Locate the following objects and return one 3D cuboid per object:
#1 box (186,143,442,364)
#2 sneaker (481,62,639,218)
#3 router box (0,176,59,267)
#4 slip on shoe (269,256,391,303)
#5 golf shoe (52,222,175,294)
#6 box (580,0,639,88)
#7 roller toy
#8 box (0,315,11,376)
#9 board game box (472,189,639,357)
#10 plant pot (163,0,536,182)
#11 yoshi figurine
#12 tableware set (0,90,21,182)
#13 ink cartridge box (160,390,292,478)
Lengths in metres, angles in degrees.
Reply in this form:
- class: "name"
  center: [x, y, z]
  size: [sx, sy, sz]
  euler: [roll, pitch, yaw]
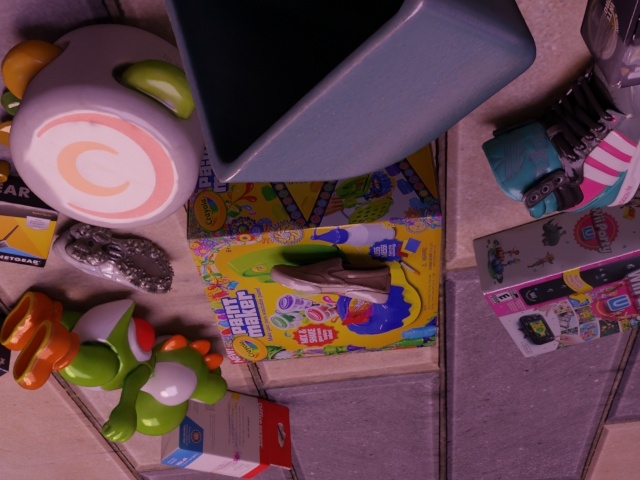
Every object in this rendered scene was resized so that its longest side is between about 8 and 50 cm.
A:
- class: "box"
  center: [0.000, 0.000, 1.117]
  size: [0.279, 0.177, 0.290]
  euler: [-5, 144, 3]
- class: "sneaker"
  center: [0.278, -0.123, 1.027]
  size: [0.178, 0.124, 0.295]
  euler: [-14, 146, -2]
- class: "router box"
  center: [-0.430, -0.031, 1.138]
  size: [0.179, 0.046, 0.133]
  euler: [10, 142, -19]
- class: "slip on shoe"
  center: [0.013, 0.037, 0.987]
  size: [0.135, 0.051, 0.041]
  euler: [11, 102, -7]
- class: "golf shoe"
  center: [-0.285, 0.027, 1.239]
  size: [0.176, 0.069, 0.086]
  euler: [31, 152, -36]
- class: "box"
  center: [0.449, -0.302, 0.767]
  size: [0.395, 0.097, 0.318]
  euler: [-10, 146, -7]
- class: "roller toy"
  center: [-0.218, -0.122, 0.945]
  size: [0.209, 0.146, 0.191]
  euler: [-2, 136, 6]
- class: "box"
  center: [-0.575, 0.163, 1.358]
  size: [0.158, 0.093, 0.156]
  euler: [-29, 138, 33]
- class: "board game box"
  center: [0.403, 0.048, 1.299]
  size: [0.303, 0.097, 0.224]
  euler: [-19, 143, 19]
- class: "plant pot"
  center: [0.047, -0.199, 0.793]
  size: [0.252, 0.247, 0.248]
  euler: [6, 147, -44]
- class: "yoshi figurine"
  center: [-0.318, 0.218, 1.400]
  size: [0.362, 0.203, 0.203]
  euler: [25, 151, -38]
- class: "tableware set"
  center: [-0.379, -0.122, 1.038]
  size: [0.104, 0.024, 0.154]
  euler: [4, 143, -17]
- class: "ink cartridge box"
  center: [-0.169, 0.350, 1.632]
  size: [0.231, 0.134, 0.078]
  euler: [19, 138, -29]
